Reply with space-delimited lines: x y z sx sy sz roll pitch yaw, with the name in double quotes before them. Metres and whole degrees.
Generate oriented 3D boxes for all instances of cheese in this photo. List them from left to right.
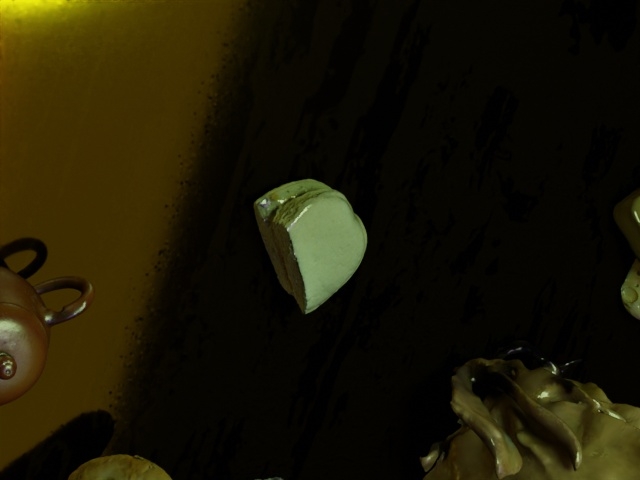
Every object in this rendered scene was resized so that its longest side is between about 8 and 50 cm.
"cheese" 0.424 0.065 1.376 0.192 0.037 0.097 24 93 -39

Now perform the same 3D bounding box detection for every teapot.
"teapot" -0.243 0.073 0.870 0.173 0.116 0.116 -29 122 -24

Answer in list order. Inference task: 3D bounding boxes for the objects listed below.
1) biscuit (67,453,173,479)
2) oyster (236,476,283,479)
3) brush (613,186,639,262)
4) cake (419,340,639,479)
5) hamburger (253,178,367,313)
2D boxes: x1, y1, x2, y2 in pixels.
"biscuit" -0.200 0.282 0.945 0.247 0.118 0.029 -62 148 -27
"oyster" -0.037 0.335 1.147 0.199 0.087 0.252 -18 105 -29
"brush" 0.420 -0.035 1.296 0.197 0.059 0.123 -34 96 -21
"cake" 0.255 0.253 1.196 0.332 0.332 0.321 -10 82 -32
"hamburger" -0.002 -0.001 1.048 0.084 0.054 0.121 -33 126 -25
